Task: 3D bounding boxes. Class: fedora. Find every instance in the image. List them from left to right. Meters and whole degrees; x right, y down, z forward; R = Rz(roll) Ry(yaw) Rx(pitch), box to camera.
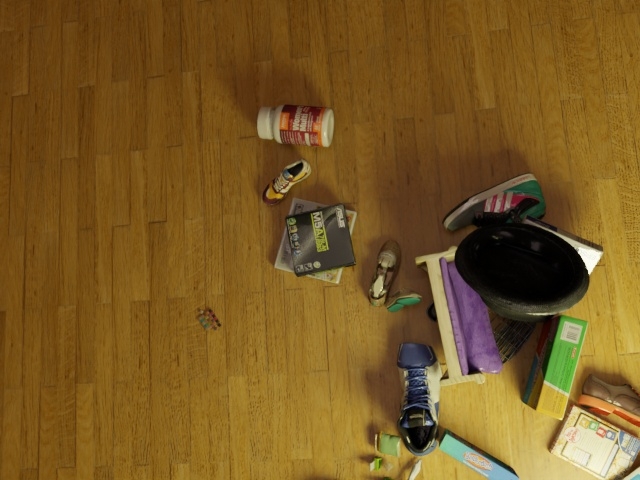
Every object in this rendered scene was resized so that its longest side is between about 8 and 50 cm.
[{"bbox_3d":[0.505,0.103,1.707,0.334,0.152,0.334,-3,44,3],"label":"fedora"}]

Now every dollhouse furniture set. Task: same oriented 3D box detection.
[{"bbox_3d":[0.176,0.615,1.859,0.076,0.058,0.151,5,97,35],"label":"dollhouse furniture set"}]

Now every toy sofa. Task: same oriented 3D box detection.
[{"bbox_3d":[0.373,0.201,1.794,0.177,0.150,0.362,-11,79,10],"label":"toy sofa"}]

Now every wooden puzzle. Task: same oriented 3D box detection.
[{"bbox_3d":[-0.345,0.246,2.066,0.049,0.006,0.083,-37,76,3],"label":"wooden puzzle"}]

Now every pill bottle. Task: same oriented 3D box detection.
[{"bbox_3d":[-0.076,-0.356,2.061,0.221,0.121,0.121,6,82,11],"label":"pill bottle"}]

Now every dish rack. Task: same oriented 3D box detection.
[{"bbox_3d":[0.461,0.211,1.892,0.271,0.074,0.208,39,90,12],"label":"dish rack"}]

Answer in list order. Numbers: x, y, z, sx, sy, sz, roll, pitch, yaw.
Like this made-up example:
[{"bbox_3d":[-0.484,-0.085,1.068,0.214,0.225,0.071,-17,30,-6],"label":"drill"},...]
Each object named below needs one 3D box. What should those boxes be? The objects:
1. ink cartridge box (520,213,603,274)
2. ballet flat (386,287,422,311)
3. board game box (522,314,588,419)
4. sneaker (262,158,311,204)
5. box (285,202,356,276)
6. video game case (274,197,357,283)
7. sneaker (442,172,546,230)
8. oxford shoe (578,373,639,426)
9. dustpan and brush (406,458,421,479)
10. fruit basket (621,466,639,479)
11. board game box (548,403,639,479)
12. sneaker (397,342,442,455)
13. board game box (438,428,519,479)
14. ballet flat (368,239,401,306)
[{"bbox_3d":[0.615,0.069,1.829,0.223,0.045,0.224,24,121,8],"label":"ink cartridge box"},{"bbox_3d":[0.233,0.161,1.901,0.057,0.168,0.052,15,67,-20],"label":"ballet flat"},{"bbox_3d":[0.597,0.322,1.719,0.064,0.316,0.242,16,83,13],"label":"board game box"},{"bbox_3d":[-0.113,-0.186,2.057,0.185,0.084,0.069,-43,76,1],"label":"sneaker"},{"bbox_3d":[0.000,0.000,1.999,0.184,0.045,0.190,-12,78,10],"label":"box"},{"bbox_3d":[-0.015,-0.001,2.039,0.206,0.026,0.227,13,82,13],"label":"video game case"},{"bbox_3d":[0.514,-0.054,1.905,0.295,0.124,0.178,-26,67,4],"label":"sneaker"},{"bbox_3d":[0.834,0.435,1.773,0.271,0.097,0.098,19,74,10],"label":"oxford shoe"},{"bbox_3d":[0.233,0.703,1.837,0.060,0.147,0.211,50,62,-18],"label":"dustpan and brush"},{"bbox_3d":[0.970,0.668,1.672,0.353,0.165,0.327,-34,76,0],"label":"fruit basket"},{"bbox_3d":[0.738,0.552,1.793,0.193,0.045,0.146,27,86,14],"label":"board game box"},{"bbox_3d":[0.275,0.438,1.828,0.127,0.182,0.315,-3,80,9],"label":"sneaker"},{"bbox_3d":[0.419,0.584,1.788,0.210,0.160,0.047,28,86,13],"label":"board game box"},{"bbox_3d":[0.189,0.094,1.962,0.073,0.067,0.206,11,82,13],"label":"ballet flat"}]
